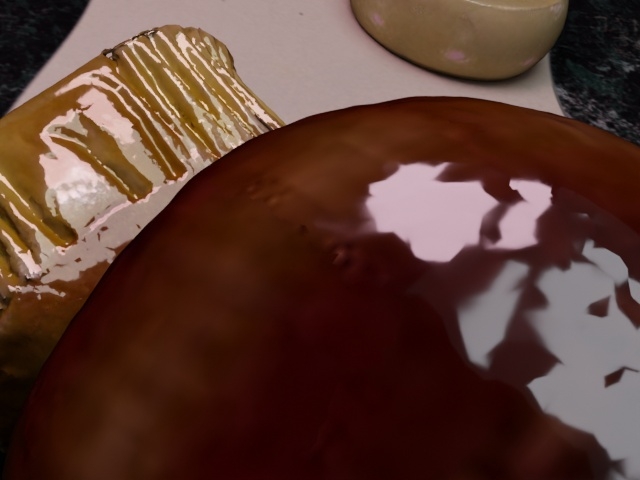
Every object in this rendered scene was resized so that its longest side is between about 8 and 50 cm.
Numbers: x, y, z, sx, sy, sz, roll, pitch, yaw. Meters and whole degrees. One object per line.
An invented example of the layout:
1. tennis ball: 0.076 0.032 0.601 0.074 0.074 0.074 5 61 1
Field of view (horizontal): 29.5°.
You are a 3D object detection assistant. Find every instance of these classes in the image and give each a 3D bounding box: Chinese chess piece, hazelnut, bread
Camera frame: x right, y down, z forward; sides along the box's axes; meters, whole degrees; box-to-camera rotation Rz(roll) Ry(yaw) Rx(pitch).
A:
1. Chinese chess piece: 0.153 -0.279 1.366 0.250 0.097 0.251 12 37 -9
2. hazelnut: 0.049 0.142 0.531 0.353 0.421 0.421 41 30 -25
3. bread: -0.118 0.007 0.780 0.288 0.204 0.156 -33 59 -25
